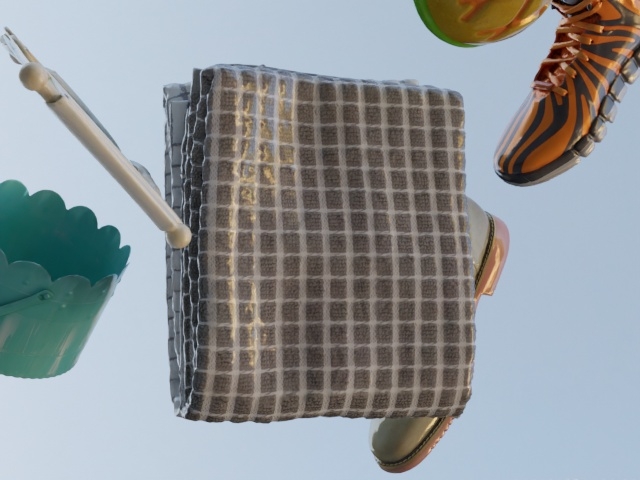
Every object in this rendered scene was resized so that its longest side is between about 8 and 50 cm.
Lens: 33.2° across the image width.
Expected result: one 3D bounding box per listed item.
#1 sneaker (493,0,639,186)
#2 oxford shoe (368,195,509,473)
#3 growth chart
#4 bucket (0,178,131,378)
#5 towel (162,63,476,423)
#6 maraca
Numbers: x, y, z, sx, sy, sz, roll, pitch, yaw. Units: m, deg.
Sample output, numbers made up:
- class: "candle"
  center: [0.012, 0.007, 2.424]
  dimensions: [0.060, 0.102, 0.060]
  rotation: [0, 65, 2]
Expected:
- class: "sneaker"
  center: [0.279, -0.224, 1.223]
  dimensions: [0.321, 0.124, 0.180]
  rotation: [-51, -52, -10]
- class: "oxford shoe"
  center: [0.127, 0.110, 1.440]
  dimensions: [0.146, 0.397, 0.140]
  rotation: [36, -29, -33]
- class: "growth chart"
  center: [-0.157, -0.076, 0.724]
  dimensions: [0.021, 0.237, 0.172]
  rotation: [-42, -67, -4]
- class: "bucket"
  center: [-0.422, 0.052, 1.508]
  dimensions: [0.281, 0.281, 0.183]
  rotation: [29, -74, 5]
- class: "towel"
  center: [0.000, 0.000, 0.844]
  dimensions: [0.235, 0.121, 0.283]
  rotation: [1, -95, -17]
- class: "maraca"
  center: [0.103, -0.203, 0.726]
  dimensions: [0.099, 0.186, 0.127]
  rotation: [34, -88, 39]
